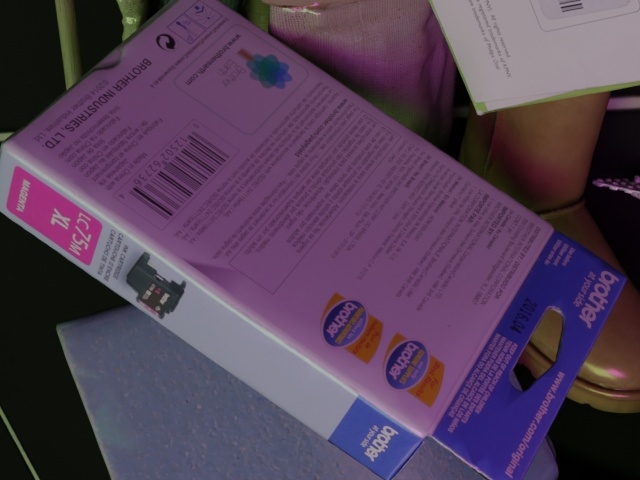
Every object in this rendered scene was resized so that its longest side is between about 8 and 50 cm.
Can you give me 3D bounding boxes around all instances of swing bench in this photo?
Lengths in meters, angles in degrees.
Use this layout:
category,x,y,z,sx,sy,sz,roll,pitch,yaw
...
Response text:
category,x,y,z,sx,sy,sz,roll,pitch,yaw
swing bench,-0.040,-0.110,0.883,0.254,0.165,0.253,20,133,23

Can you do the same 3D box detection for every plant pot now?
category,x,y,z,sx,sy,sz,roll,pitch,yaw
plant pot,0.007,0.140,0.835,0.248,0.252,0.247,89,157,-74

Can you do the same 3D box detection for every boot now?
category,x,y,z,sx,sy,sz,roll,pitch,yaw
boot,0.152,-0.060,0.769,0.236,0.089,0.270,48,144,39

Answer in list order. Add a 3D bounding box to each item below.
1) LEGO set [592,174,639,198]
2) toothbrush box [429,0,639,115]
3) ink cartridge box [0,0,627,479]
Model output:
category,x,y,z,sx,sy,sz,roll,pitch,yaw
LEGO set,0.262,0.002,0.752,0.244,0.060,0.182,-48,51,52
toothbrush box,0.140,-0.217,0.567,0.122,0.283,0.206,-7,118,40
ink cartridge box,0.000,0.000,0.699,0.311,0.186,0.065,33,137,6
